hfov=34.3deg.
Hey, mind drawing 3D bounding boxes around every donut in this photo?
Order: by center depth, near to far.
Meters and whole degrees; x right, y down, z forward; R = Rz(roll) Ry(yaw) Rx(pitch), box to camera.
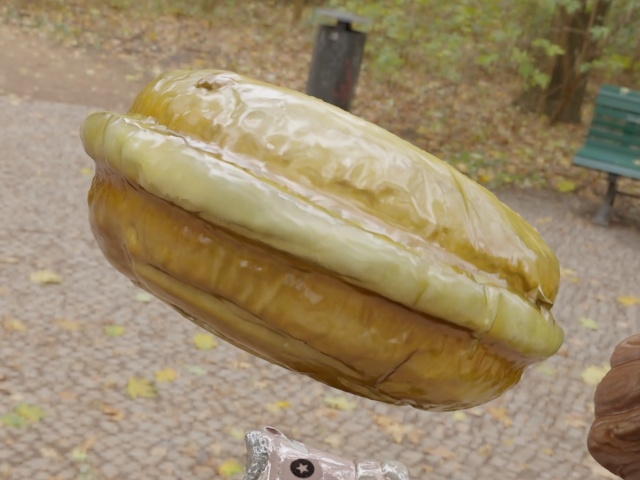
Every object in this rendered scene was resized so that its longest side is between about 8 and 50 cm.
[{"bbox_3d":[0.000,0.000,0.895,0.449,0.198,0.449,25,1,-1],"label":"donut"}]

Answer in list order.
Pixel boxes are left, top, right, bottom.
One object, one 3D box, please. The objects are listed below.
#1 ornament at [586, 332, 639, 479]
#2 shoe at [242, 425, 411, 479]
[{"bbox_3d":[0.395,0.148,0.990,0.221,0.235,0.217,-5,-22,-15],"label":"ornament"},{"bbox_3d":[-0.048,0.357,1.055,0.198,0.172,0.351,21,48,11],"label":"shoe"}]
